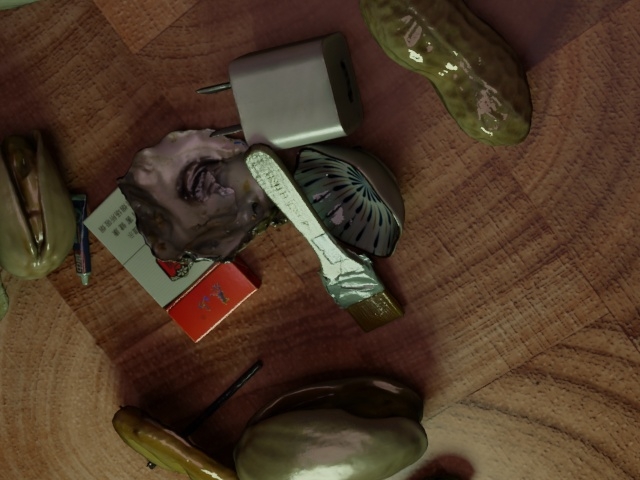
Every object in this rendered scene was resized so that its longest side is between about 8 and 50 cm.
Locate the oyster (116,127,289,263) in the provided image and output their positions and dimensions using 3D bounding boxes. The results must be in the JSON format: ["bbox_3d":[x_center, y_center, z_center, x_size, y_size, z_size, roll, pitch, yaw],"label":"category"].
[{"bbox_3d":[-0.157,-0.061,1.536,0.214,0.083,0.223,-33,70,-12],"label":"oyster"}]

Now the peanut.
[{"bbox_3d":[0.157,-0.237,1.389,0.298,0.136,0.120,47,145,-4],"label":"peanut"}]

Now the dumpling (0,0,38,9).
[{"bbox_3d":[-0.425,-0.385,1.510,0.229,0.124,0.151,-7,69,11],"label":"dumpling"}]

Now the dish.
[{"bbox_3d":[0.051,-0.068,1.484,0.190,0.066,0.191,35,153,20],"label":"dish"}]

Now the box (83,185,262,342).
[{"bbox_3d":[-0.214,0.018,1.614,0.139,0.035,0.245,-40,93,20],"label":"box"}]

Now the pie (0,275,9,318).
[{"bbox_3d":[-0.555,-0.006,1.612,0.339,0.077,0.339,28,132,36],"label":"pie"}]

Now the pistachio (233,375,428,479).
[{"bbox_3d":[0.012,0.292,1.578,0.288,0.166,0.197,-10,128,12],"label":"pistachio"}]

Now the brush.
[{"bbox_3d":[0.000,0.000,1.498,0.085,0.020,0.336,-24,120,26],"label":"brush"}]

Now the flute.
[{"bbox_3d":[-0.178,0.268,1.693,0.014,0.014,0.269,45,112,-2],"label":"flute"}]

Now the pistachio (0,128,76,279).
[{"bbox_3d":[-0.422,-0.049,1.596,0.144,0.144,0.215,-4,100,15],"label":"pistachio"}]

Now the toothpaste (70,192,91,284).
[{"bbox_3d":[-0.356,-0.001,1.651,0.037,0.021,0.140,2,105,22],"label":"toothpaste"}]

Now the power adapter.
[{"bbox_3d":[-0.063,-0.187,1.465,0.205,0.125,0.130,-9,105,19],"label":"power adapter"}]

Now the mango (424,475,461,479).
[{"bbox_3d":[0.151,0.404,1.625,0.165,0.074,0.091,-42,87,9],"label":"mango"}]

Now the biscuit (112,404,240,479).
[{"bbox_3d":[-0.181,0.340,1.649,0.299,0.045,0.154,35,156,-4],"label":"biscuit"}]
